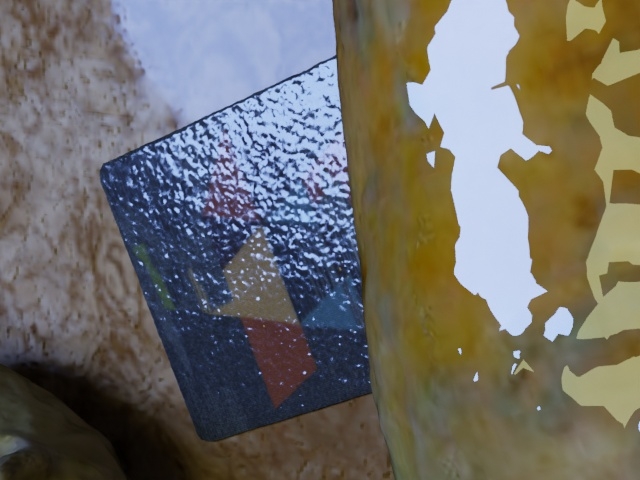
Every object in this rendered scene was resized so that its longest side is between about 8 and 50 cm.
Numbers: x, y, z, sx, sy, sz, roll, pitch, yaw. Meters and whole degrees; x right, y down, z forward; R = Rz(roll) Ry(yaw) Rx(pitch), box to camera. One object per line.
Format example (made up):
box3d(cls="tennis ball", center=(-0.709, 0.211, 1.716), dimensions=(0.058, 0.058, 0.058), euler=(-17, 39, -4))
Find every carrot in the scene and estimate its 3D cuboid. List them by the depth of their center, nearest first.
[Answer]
box3d(cls="carrot", center=(0.110, -0.040, 0.509), dimensions=(0.224, 0.224, 0.341), euler=(-12, 90, 35))

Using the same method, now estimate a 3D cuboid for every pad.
box3d(cls="pad", center=(0.000, 0.000, 0.721), dimensions=(0.211, 0.003, 0.143), euler=(-22, 88, 35))

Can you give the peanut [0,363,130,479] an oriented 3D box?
box3d(cls="peanut", center=(-0.205, 0.142, 0.812), dimensions=(0.291, 0.143, 0.159), euler=(-31, 54, 40))
